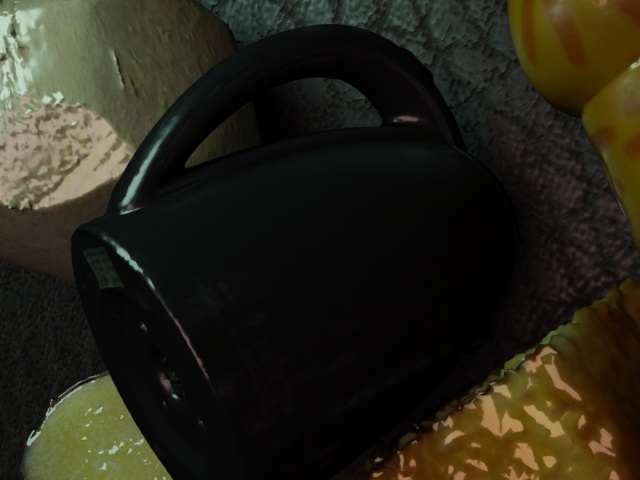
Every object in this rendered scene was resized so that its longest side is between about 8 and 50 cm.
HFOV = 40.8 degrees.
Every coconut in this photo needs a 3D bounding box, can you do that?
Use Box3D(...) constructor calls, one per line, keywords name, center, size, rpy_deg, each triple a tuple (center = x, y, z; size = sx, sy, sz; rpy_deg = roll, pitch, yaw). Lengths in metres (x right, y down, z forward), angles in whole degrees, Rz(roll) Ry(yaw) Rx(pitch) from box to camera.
Box3D(name="coconut", center=(-0.172, -0.075, 0.677), size=(0.245, 0.245, 0.247), rpy_deg=(-21, 74, 25))

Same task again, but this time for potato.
Box3D(name="potato", center=(-0.158, 0.195, 0.750), size=(0.200, 0.081, 0.164), rpy_deg=(4, 53, 30))

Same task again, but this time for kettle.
Box3D(name="kettle", center=(0.000, 0.000, 0.568), size=(0.207, 0.290, 0.268), rpy_deg=(2, 117, 61))

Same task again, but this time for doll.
Box3D(name="doll", center=(0.224, -0.092, 0.527), size=(0.167, 0.162, 0.269), rpy_deg=(-36, 72, 21))

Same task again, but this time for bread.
Box3D(name="bread", center=(0.114, 0.191, 0.560), size=(0.340, 0.194, 0.179), rpy_deg=(-41, 75, 24))
